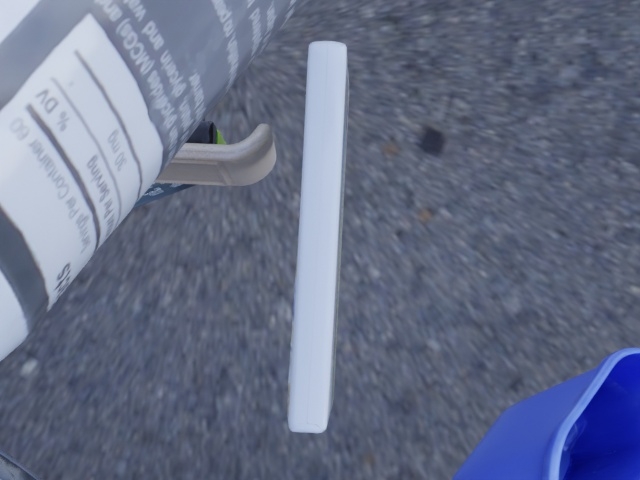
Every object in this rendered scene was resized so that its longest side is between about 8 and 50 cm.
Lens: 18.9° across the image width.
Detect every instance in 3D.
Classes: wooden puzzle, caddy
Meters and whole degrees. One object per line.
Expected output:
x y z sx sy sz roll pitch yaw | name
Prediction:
-0.152 -0.064 1.348 0.238 0.221 0.044 -2 88 0 | wooden puzzle
0.258 0.241 1.649 0.179 0.341 0.241 -26 100 36 | caddy

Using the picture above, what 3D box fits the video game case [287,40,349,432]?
0.000 0.000 1.202 0.026 0.206 0.227 3 89 1 | video game case

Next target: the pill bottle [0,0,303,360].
-0.101 -0.065 0.469 0.162 0.162 0.278 40 71 -6 | pill bottle

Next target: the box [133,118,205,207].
-0.207 -0.099 1.711 0.220 0.051 0.175 -19 53 21 | box

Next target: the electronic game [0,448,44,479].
-0.226 0.125 1.009 0.229 0.229 0.048 26 63 -5 | electronic game
